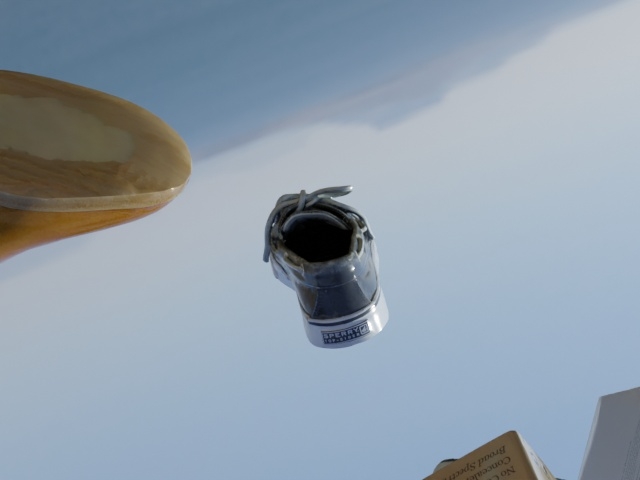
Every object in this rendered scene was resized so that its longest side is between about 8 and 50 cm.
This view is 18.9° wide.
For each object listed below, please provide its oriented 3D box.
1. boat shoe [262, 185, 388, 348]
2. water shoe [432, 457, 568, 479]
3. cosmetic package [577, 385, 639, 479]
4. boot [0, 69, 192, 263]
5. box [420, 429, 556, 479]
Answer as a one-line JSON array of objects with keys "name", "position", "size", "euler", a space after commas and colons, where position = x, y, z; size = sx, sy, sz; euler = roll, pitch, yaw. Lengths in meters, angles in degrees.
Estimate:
[{"name": "boat shoe", "position": [-0.004, 0.001, 1.892], "size": [0.113, 0.105, 0.306], "euler": [-15, -159, 3]}, {"name": "water shoe", "position": [0.194, 0.259, 1.789], "size": [0.203, 0.080, 0.073], "euler": [7, 168, 34]}, {"name": "cosmetic package", "position": [0.424, 0.254, 2.126], "size": [0.197, 0.155, 0.365], "euler": [17, 169, -2]}, {"name": "boot", "position": [-0.229, 0.016, 1.060], "size": [0.295, 0.104, 0.211], "euler": [0, 134, -16]}, {"name": "box", "position": [0.141, 0.295, 1.278], "size": [0.148, 0.121, 0.311], "euler": [-31, -140, 7]}]
